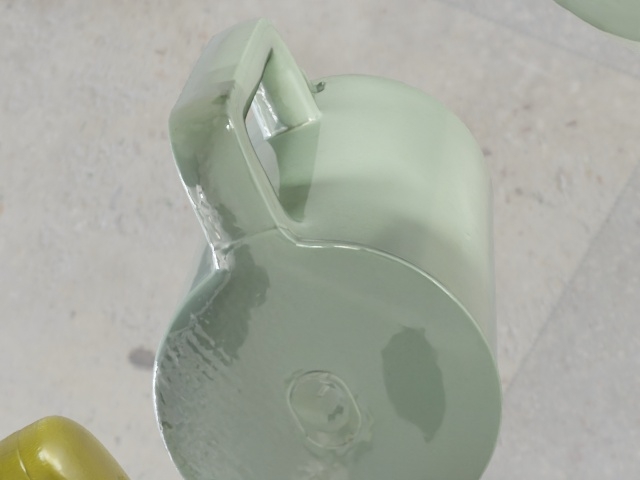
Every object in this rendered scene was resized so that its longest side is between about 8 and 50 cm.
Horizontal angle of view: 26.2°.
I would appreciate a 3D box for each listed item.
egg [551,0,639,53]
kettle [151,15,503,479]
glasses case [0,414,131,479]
[{"bbox_3d":[0.228,-0.186,0.468,0.336,0.278,0.278,2,122,23],"label":"egg"},{"bbox_3d":[0.015,0.005,0.875,0.205,0.318,0.265,9,114,3],"label":"kettle"},{"bbox_3d":[-0.300,0.394,1.851,0.141,0.173,0.371,-29,111,-1],"label":"glasses case"}]
